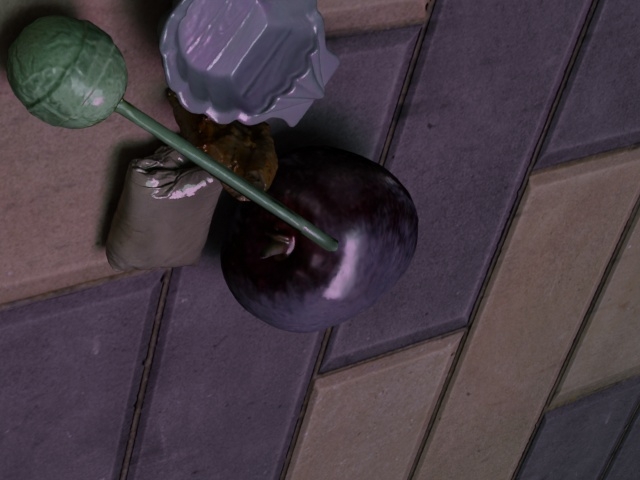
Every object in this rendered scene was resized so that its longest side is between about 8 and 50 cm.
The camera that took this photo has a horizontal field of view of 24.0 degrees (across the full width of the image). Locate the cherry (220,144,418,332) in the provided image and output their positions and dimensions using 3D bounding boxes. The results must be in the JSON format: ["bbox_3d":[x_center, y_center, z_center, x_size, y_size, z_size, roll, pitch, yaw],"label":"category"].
[{"bbox_3d":[0.000,0.000,1.971,0.296,0.218,0.255,1,120,-52],"label":"cherry"}]

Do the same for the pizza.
[{"bbox_3d":[-0.116,-0.134,1.798,0.161,0.182,0.062,36,114,-11],"label":"pizza"}]

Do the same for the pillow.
[{"bbox_3d":[-0.193,-0.037,1.865,0.134,0.078,0.181,-12,138,-33],"label":"pillow"}]

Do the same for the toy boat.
[{"bbox_3d":[-0.093,-0.232,1.724,0.199,0.100,0.290,-51,143,4],"label":"toy boat"}]

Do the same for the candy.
[{"bbox_3d":[-0.151,-0.103,1.664,0.440,0.119,0.119,32,104,-26],"label":"candy"}]
